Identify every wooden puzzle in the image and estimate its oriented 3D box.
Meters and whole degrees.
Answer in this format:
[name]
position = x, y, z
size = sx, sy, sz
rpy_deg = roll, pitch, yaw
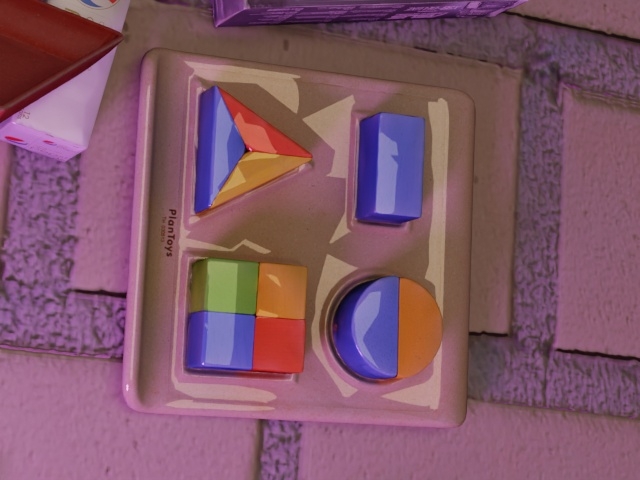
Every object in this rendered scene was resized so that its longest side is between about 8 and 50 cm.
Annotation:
[wooden puzzle]
position = 0.000, 0.000, 1.339
size = 0.348, 0.080, 0.322
rpy_deg = 6, 81, -25

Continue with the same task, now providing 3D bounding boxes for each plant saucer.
[plant saucer]
position = -0.308, -0.153, 1.108
size = 0.258, 0.259, 0.048
rpy_deg = 22, 111, 4

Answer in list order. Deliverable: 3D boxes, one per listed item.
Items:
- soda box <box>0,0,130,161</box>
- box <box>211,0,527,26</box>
[soda box]
position = -0.209, -0.181, 1.264
size = 0.069, 0.074, 0.216
rpy_deg = 19, 76, -22
[box]
position = 0.038, -0.329, 1.399
size = 0.307, 0.076, 0.242
rpy_deg = -7, 87, -26
